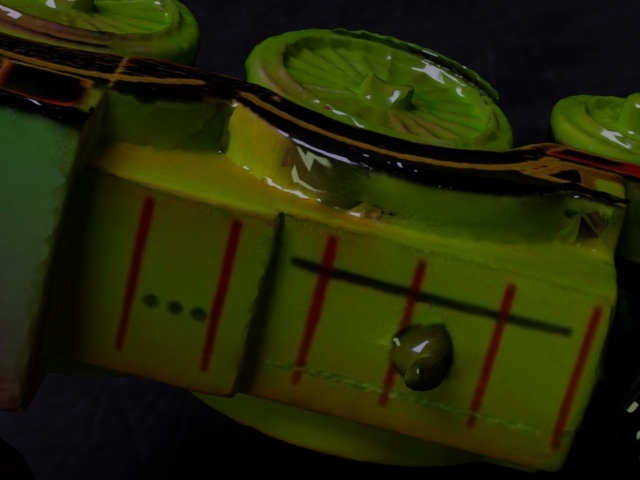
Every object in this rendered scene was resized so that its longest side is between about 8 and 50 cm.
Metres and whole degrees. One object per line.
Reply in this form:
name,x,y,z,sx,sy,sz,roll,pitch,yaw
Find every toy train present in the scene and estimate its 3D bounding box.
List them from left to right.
toy train,0.000,0.000,0.532,0.296,0.100,0.160,13,24,-2

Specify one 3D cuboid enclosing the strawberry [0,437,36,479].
strawberry,-0.189,0.132,0.518,0.253,0.150,0.280,-23,25,-9
